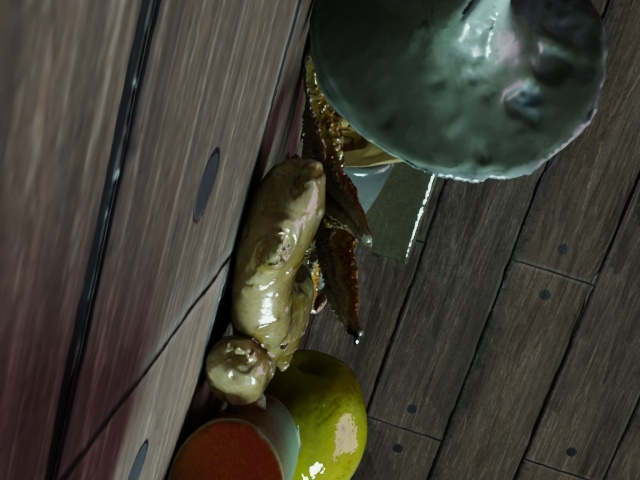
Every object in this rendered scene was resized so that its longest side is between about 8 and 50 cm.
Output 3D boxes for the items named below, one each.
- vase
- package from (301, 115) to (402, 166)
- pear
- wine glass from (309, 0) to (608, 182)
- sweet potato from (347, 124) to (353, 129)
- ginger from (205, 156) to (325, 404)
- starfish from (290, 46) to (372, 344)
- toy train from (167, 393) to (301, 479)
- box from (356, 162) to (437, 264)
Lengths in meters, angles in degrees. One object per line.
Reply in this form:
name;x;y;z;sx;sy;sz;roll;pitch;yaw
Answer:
vase;0.008;-0.030;0.909;0.214;0.086;0.086;111;-1;-48
package;0.131;-0.210;0.804;0.221;0.165;0.311;-38;-152;53
pear;-0.027;0.196;0.917;0.149;0.149;0.162;-59;167;-80
wine glass;0.115;-0.179;0.407;0.406;0.267;0.267;122;-14;-78
sweet potato;0.031;-0.165;0.648;0.068;0.060;0.206;42;46;-53
ginger;-0.034;0.028;0.634;0.133;0.059;0.214;-51;158;-62
starfish;0.004;-0.031;0.674;0.227;0.043;0.240;-120;-158;-56
toy train;-0.066;0.206;0.711;0.285;0.116;0.177;70;26;-84
box;0.078;-0.124;1.052;0.273;0.143;0.184;-67;174;-56
